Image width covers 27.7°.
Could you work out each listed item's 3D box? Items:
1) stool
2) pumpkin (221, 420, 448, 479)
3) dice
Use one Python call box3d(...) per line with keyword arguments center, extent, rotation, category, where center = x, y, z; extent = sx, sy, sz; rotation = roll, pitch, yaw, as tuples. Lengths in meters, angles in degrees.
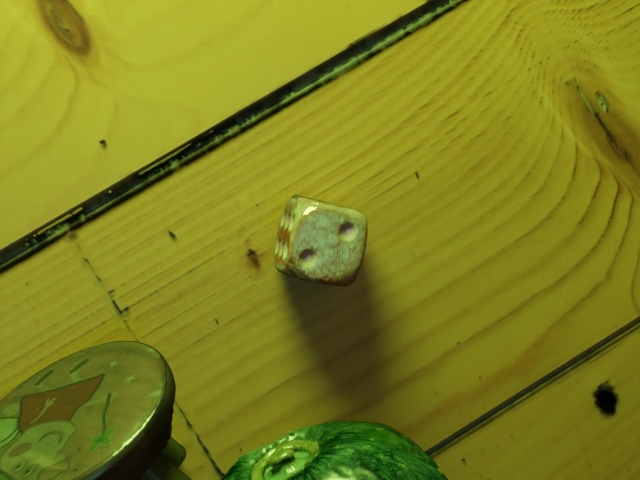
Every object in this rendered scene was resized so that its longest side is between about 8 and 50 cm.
box3d(center=(-0.251, 0.257, 1.425), extent=(0.272, 0.272, 0.178), rotation=(-32, 117, -7), category="stool")
box3d(center=(0.033, 0.366, 1.528), extent=(0.293, 0.197, 0.263), rotation=(-22, 104, -7), category="pumpkin")
box3d(center=(0.000, 0.000, 1.522), extent=(0.091, 0.093, 0.094), rotation=(10, 94, -14), category="dice")
